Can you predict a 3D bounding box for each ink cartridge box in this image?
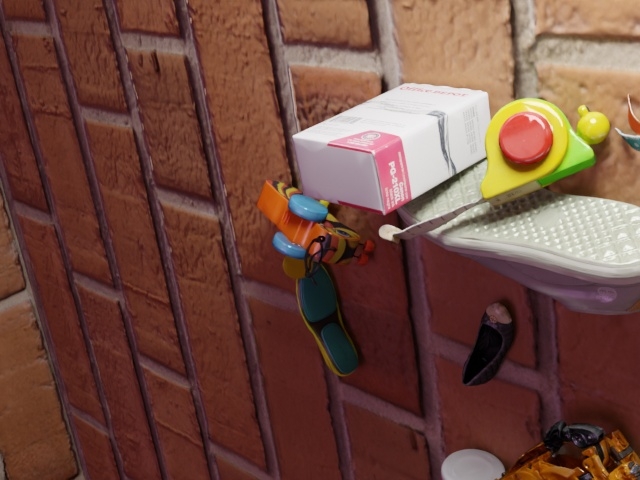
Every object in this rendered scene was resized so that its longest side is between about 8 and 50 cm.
[{"bbox_3d":[0.107,-0.137,1.490,0.172,0.237,0.100,16,126,47],"label":"ink cartridge box"}]

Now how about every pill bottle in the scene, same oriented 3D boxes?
[{"bbox_3d":[0.257,0.455,1.773,0.108,0.108,0.180,27,131,41],"label":"pill bottle"}]

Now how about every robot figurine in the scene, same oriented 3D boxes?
[{"bbox_3d":[0.390,0.375,1.573,0.211,0.085,0.291,57,145,10],"label":"robot figurine"}]

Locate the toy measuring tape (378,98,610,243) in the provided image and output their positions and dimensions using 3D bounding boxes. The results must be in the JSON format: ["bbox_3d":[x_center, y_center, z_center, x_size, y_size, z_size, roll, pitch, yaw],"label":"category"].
[{"bbox_3d":[0.219,-0.104,1.384,0.330,0.121,0.121,-23,93,16],"label":"toy measuring tape"}]

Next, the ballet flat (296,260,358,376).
[{"bbox_3d":[0.002,0.147,1.945,0.231,0.077,0.077,68,161,-9],"label":"ballet flat"}]

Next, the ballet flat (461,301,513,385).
[{"bbox_3d":[0.263,0.167,1.637,0.057,0.049,0.173,37,137,31],"label":"ballet flat"}]

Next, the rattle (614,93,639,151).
[{"bbox_3d":[0.401,-0.077,1.241,0.199,0.143,0.130,47,160,14],"label":"rattle"}]

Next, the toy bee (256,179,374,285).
[{"bbox_3d":[0.000,0.000,1.801,0.195,0.162,0.298,-53,36,35],"label":"toy bee"}]

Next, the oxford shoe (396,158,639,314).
[{"bbox_3d":[0.278,-0.004,1.436,0.449,0.169,0.130,22,149,43],"label":"oxford shoe"}]
